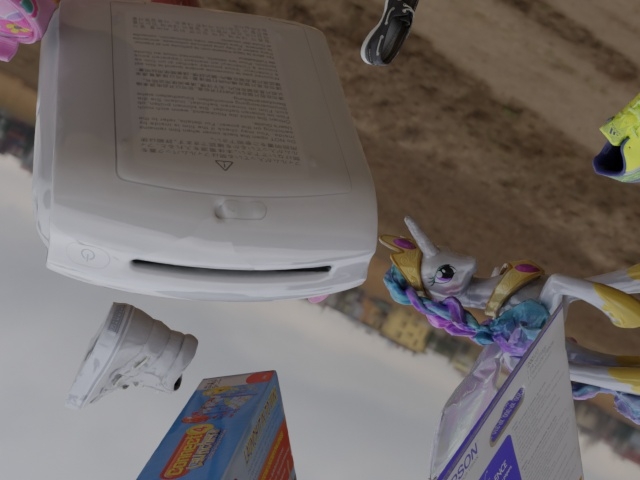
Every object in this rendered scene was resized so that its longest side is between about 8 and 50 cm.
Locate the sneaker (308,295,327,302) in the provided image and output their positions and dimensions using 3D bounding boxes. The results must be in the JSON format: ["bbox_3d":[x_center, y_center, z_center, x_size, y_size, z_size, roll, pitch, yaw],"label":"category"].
[{"bbox_3d":[0.000,0.000,1.130,0.057,0.119,0.047,27,171,-17],"label":"sneaker"}]

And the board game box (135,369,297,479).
[{"bbox_3d":[-0.083,0.323,1.120,0.086,0.301,0.308,-8,-169,9],"label":"board game box"}]

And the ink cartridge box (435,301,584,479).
[{"bbox_3d":[0.136,0.182,0.854,0.045,0.206,0.208,11,131,33],"label":"ink cartridge box"}]

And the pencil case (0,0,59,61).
[{"bbox_3d":[-0.218,-0.288,0.899,0.124,0.284,0.124,20,162,7],"label":"pencil case"}]

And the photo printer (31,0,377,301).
[{"bbox_3d":[-0.094,-0.071,0.889,0.256,0.107,0.307,3,-142,-15],"label":"photo printer"}]

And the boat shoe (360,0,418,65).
[{"bbox_3d":[0.095,-0.270,1.385,0.046,0.125,0.038,36,174,-39],"label":"boat shoe"}]

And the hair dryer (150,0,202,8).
[{"bbox_3d":[-0.226,-0.261,1.639,0.080,0.293,0.224,7,172,-23],"label":"hair dryer"}]

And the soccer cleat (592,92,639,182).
[{"bbox_3d":[0.484,-0.178,1.677,0.121,0.093,0.289,0,149,-4],"label":"soccer cleat"}]

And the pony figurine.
[{"bbox_3d":[0.258,0.122,1.403,0.364,0.302,0.351,8,134,19],"label":"pony figurine"}]

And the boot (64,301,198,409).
[{"bbox_3d":[-0.236,0.167,1.411,0.123,0.095,0.258,24,149,-11],"label":"boot"}]
